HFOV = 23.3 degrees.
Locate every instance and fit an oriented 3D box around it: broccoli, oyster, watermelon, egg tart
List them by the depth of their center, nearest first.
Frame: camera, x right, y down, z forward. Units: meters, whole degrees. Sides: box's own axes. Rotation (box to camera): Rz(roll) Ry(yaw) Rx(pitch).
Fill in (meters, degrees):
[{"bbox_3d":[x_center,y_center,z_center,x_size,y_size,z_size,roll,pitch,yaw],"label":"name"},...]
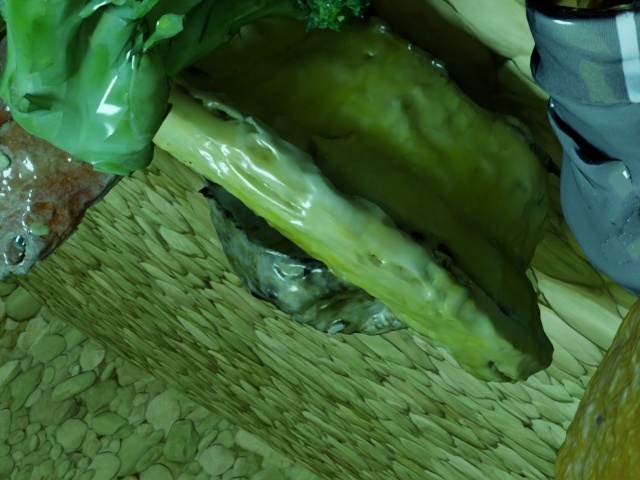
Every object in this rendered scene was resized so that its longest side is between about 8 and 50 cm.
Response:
[{"bbox_3d":[-0.079,-0.158,0.700,0.261,0.242,0.269,21,-160,-15],"label":"broccoli"},{"bbox_3d":[0.020,-0.047,0.939,0.345,0.132,0.345,35,177,2],"label":"egg tart"},{"bbox_3d":[0.005,0.002,1.223,0.294,0.166,0.094,35,134,55],"label":"oyster"},{"bbox_3d":[-0.251,-0.083,1.290,0.192,0.257,0.140,12,157,41],"label":"watermelon"}]

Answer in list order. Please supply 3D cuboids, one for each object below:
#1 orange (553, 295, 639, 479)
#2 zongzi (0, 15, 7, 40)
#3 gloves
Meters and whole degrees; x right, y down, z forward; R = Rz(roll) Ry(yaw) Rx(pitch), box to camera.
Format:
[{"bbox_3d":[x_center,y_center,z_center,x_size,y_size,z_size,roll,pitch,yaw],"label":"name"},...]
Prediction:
[{"bbox_3d":[0.270,0.131,0.593,0.357,0.322,0.322,26,165,6],"label":"orange"},{"bbox_3d":[-0.197,-0.214,0.857,0.084,0.184,0.187,22,160,46],"label":"zongzi"},{"bbox_3d":[0.166,-0.037,0.745,0.285,0.119,0.142,45,-164,-43],"label":"gloves"}]
